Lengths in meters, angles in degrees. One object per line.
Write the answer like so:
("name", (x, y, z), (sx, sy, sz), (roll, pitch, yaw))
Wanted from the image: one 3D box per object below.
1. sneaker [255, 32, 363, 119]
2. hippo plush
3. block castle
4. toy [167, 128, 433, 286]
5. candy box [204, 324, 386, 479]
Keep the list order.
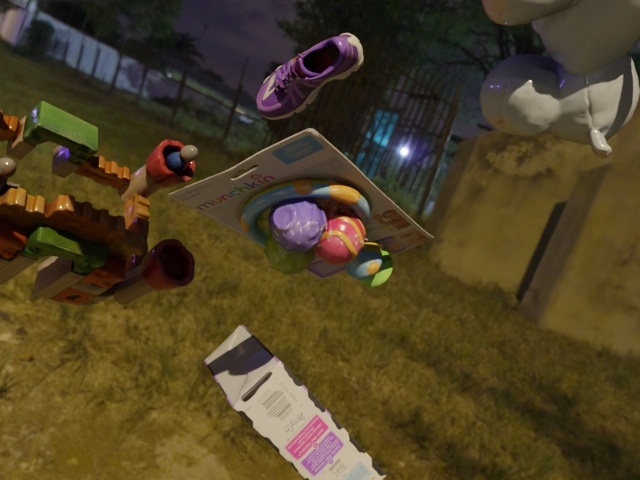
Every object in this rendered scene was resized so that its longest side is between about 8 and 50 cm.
("sneaker", (-0.027, -0.220, 0.772), (0.071, 0.169, 0.068), (-22, 83, -60))
("hippo plush", (0.300, -0.242, 0.686), (0.294, 0.234, 0.237), (3, -46, 14))
("block castle", (-0.401, -0.093, 0.920), (0.212, 0.303, 0.453), (-25, -33, 31))
("toy", (0.000, 0.000, 0.518), (0.136, 0.056, 0.237), (-21, -26, 25))
("candy box", (-0.035, 0.207, 0.697), (0.196, 0.070, 0.165), (50, -13, -18))
